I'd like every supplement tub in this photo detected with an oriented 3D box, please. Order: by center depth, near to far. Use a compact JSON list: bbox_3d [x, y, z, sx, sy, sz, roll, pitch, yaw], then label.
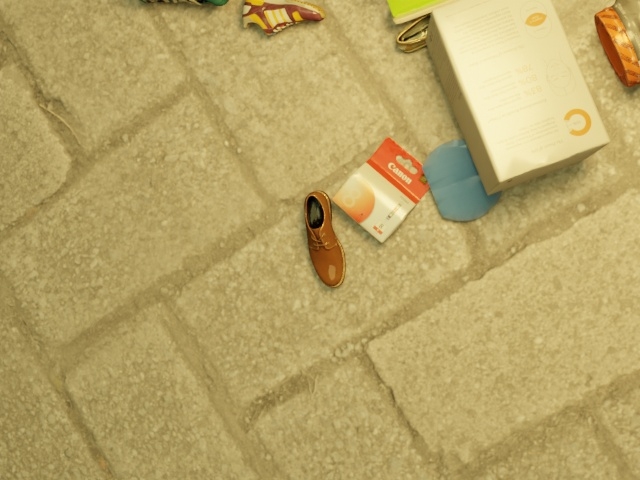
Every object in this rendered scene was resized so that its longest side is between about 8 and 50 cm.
[{"bbox_3d":[0.677,-0.415,1.488,0.316,0.193,0.193,-26,86,14],"label":"supplement tub"}]

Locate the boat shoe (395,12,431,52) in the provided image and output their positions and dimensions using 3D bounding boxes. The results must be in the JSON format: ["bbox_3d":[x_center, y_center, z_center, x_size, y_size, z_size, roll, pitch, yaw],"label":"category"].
[{"bbox_3d":[0.239,-0.442,1.663,0.190,0.072,0.068,-33,84,13],"label":"boat shoe"}]

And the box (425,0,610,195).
[{"bbox_3d":[0.363,-0.290,1.560,0.215,0.168,0.345,-20,84,1],"label":"box"}]

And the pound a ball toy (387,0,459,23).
[{"bbox_3d":[0.257,-0.587,1.602,0.319,0.135,0.208,-18,124,15],"label":"pound a ball toy"}]

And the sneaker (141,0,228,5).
[{"bbox_3d":[-0.329,-0.559,1.795,0.302,0.108,0.121,30,100,20],"label":"sneaker"}]

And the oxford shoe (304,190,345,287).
[{"bbox_3d":[0.000,0.000,1.745,0.076,0.076,0.212,-14,91,13],"label":"oxford shoe"}]

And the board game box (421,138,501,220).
[{"bbox_3d":[0.291,-0.126,1.682,0.133,0.033,0.168,-21,100,19],"label":"board game box"}]

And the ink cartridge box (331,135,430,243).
[{"bbox_3d":[0.134,-0.106,1.721,0.145,0.045,0.179,41,104,9],"label":"ink cartridge box"}]

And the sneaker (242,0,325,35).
[{"bbox_3d":[-0.078,-0.473,1.753,0.186,0.069,0.083,17,105,19],"label":"sneaker"}]
